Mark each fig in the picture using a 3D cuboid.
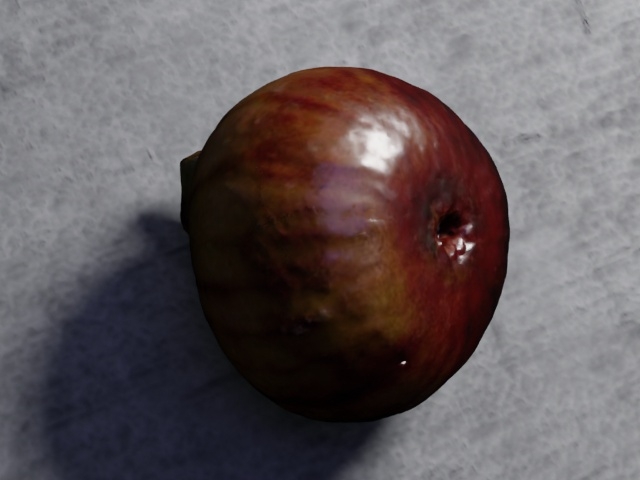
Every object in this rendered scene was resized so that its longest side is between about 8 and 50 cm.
[{"bbox_3d":[0.015,0.001,1.262,0.235,0.214,0.235,22,49,-28],"label":"fig"}]
